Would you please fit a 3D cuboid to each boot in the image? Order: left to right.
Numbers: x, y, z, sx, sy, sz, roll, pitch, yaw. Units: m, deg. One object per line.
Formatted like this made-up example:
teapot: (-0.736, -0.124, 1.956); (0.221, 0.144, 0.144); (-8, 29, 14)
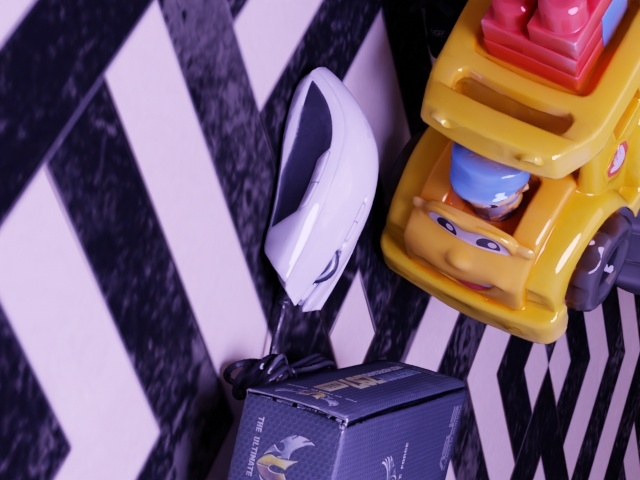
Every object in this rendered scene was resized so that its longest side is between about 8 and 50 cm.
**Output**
boot: (0.088, -0.184, 1.030); (0.121, 0.045, 0.099); (-62, 149, -34)

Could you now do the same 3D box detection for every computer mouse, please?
computer mouse: (0.000, 0.000, 0.859); (0.106, 0.042, 0.193); (36, 62, -63)

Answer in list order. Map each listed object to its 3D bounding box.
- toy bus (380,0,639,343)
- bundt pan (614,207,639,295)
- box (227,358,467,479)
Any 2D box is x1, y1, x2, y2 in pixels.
toy bus: (0.124, -0.077, 0.925); (0.220, 0.149, 0.211); (-59, 161, -11)
bundt pan: (0.302, -0.100, 1.452); (0.331, 0.124, 0.331); (5, 90, -68)
box: (-0.001, 0.183, 0.836); (0.183, 0.059, 0.232); (0, 103, -67)
